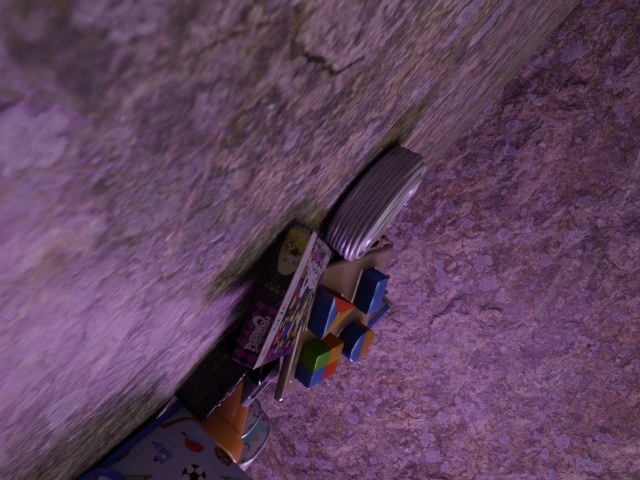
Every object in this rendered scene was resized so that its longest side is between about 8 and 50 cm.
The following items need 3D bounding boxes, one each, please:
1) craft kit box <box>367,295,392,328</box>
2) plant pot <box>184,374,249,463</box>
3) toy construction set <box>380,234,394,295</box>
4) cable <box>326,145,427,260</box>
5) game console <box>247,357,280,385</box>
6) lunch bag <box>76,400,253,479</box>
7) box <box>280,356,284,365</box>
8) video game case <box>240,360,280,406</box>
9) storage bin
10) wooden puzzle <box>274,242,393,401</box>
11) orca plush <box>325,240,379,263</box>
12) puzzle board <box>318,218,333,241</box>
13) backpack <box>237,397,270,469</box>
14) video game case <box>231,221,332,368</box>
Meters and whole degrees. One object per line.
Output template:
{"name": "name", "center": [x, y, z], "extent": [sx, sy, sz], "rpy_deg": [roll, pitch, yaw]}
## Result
{"name": "craft kit box", "center": [0.040, 0.193, 1.346], "extent": [0.250, 0.246, 0.061], "rpy_deg": [-50, 176, 20]}
{"name": "plant pot", "center": [-0.273, 0.452, 1.163], "extent": [0.205, 0.205, 0.188], "rpy_deg": [-54, -173, 42]}
{"name": "toy construction set", "center": [0.189, 0.096, 1.755], "extent": [0.309, 0.237, 0.257], "rpy_deg": [-45, 173, -23]}
{"name": "cable", "center": [0.114, -0.077, 0.914], "extent": [0.257, 0.089, 0.257], "rpy_deg": [-46, 170, -32]}
{"name": "game console", "center": [-0.060, 0.140, 0.985], "extent": [0.361, 0.043, 0.213], "rpy_deg": [-41, 148, -70]}
{"name": "lunch bag", "center": [-0.304, 0.541, 0.815], "extent": [0.239, 0.328, 0.385], "rpy_deg": [-54, 168, 25]}
{"name": "box", "center": [-0.072, 0.254, 1.273], "extent": [0.087, 0.169, 0.290], "rpy_deg": [-41, 175, -36]}
{"name": "video game case", "center": [-0.141, 0.266, 1.103], "extent": [0.193, 0.023, 0.212], "rpy_deg": [-53, -156, 39]}
{"name": "storage bin", "center": [-0.213, 0.289, 0.987], "extent": [0.180, 0.084, 0.122], "rpy_deg": [-48, 173, 9]}
{"name": "wooden puzzle", "center": [0.053, 0.187, 1.040], "extent": [0.347, 0.080, 0.322], "rpy_deg": [-18, 129, -51]}
{"name": "orca plush", "center": [0.103, -0.023, 1.116], "extent": [0.287, 0.102, 0.151], "rpy_deg": [-44, 172, -29]}
{"name": "puzzle board", "center": [0.000, 0.000, 0.990], "extent": [0.128, 0.011, 0.096], "rpy_deg": [-49, 173, 14]}
{"name": "backpack", "center": [-0.278, 0.551, 1.345], "extent": [0.191, 0.253, 0.225], "rpy_deg": [-52, 171, 33]}
{"name": "video game case", "center": [-0.049, 0.090, 0.732], "extent": [0.232, 0.041, 0.210], "rpy_deg": [50, 64, -78]}
